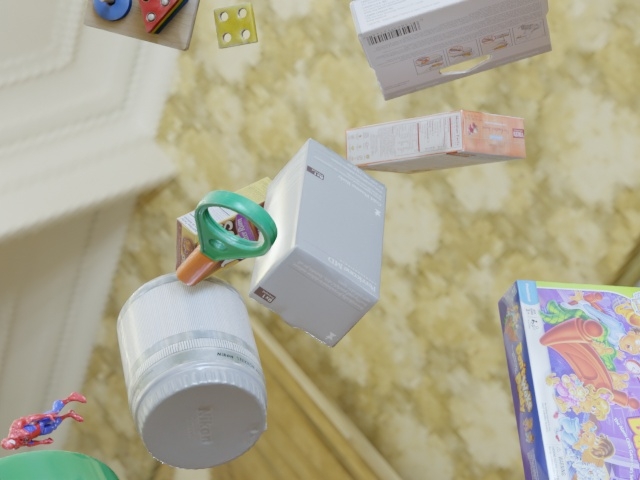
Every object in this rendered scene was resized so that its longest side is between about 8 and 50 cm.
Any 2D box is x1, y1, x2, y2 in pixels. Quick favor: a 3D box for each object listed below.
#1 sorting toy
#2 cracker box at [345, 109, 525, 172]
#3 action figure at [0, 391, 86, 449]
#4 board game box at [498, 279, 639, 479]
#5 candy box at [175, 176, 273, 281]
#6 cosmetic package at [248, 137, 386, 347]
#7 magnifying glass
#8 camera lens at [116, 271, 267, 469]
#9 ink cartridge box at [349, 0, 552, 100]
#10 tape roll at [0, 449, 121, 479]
[{"bbox_3d":[-0.196,-0.295,1.782,0.046,0.274,0.132,-13,-62,-74],"label":"sorting toy"},{"bbox_3d":[0.174,-0.148,2.366,0.232,0.067,0.156,-5,-5,43],"label":"cracker box"},{"bbox_3d":[-0.278,0.186,1.559,0.115,0.030,0.038,-23,-43,-53],"label":"action figure"},{"bbox_3d":[0.399,0.232,2.244,0.233,0.347,0.078,3,-30,-17],"label":"board game box"},{"bbox_3d":[-0.143,-0.016,2.480,0.187,0.053,0.109,-26,-40,-32],"label":"candy box"},{"bbox_3d":[0.000,0.000,1.853,0.127,0.238,0.107,32,-61,-19],"label":"cosmetic package"},{"bbox_3d":[-0.115,0.005,1.730,0.026,0.092,0.231,-62,10,-26],"label":"magnifying glass"},{"bbox_3d":[-0.208,0.202,2.505,0.219,0.274,0.219,-8,-49,-9],"label":"camera lens"},{"bbox_3d":[0.212,-0.339,2.465,0.296,0.066,0.261,-17,-20,5],"label":"ink cartridge box"},{"bbox_3d":[-0.397,0.418,2.069,0.321,0.077,0.321,-18,-45,-18],"label":"tape roll"}]
